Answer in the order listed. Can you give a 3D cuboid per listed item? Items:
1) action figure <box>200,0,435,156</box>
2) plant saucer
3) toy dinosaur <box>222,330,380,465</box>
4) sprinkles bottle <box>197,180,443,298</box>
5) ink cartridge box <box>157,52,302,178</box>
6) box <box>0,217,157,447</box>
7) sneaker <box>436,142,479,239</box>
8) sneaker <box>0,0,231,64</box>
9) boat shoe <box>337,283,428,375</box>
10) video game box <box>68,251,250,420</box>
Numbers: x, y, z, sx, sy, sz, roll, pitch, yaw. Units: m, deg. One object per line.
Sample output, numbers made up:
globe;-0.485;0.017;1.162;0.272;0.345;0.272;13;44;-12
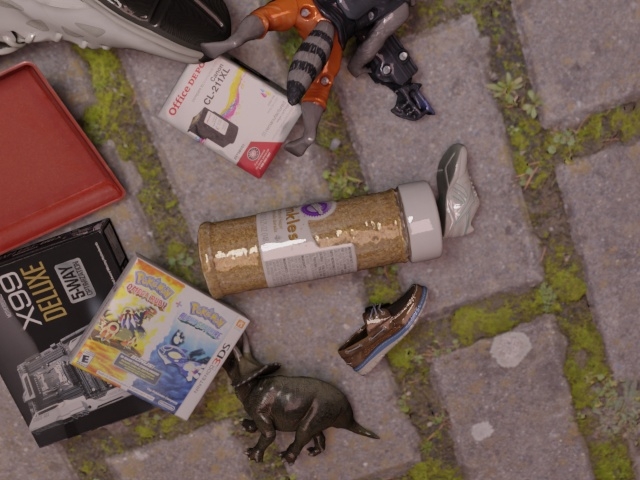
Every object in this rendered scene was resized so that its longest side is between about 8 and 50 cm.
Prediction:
action figure;0.051;-0.268;1.119;0.341;0.178;0.330;44;75;-19
plant saucer;-0.455;-0.113;1.184;0.259;0.048;0.258;-25;132;3
toy dinosaur;-0.037;0.274;1.331;0.313;0.121;0.160;21;112;-6
sprinkles bottle;0.000;0.000;1.244;0.355;0.121;0.121;-11;108;1
ink cartridge box;-0.130;-0.191;1.203;0.175;0.072;0.127;31;104;-12
box;-0.387;0.146;1.295;0.242;0.076;0.307;-19;108;2
sneaker;0.213;-0.076;1.273;0.061;0.054;0.152;-3;111;-18
sneaker;-0.356;-0.318;1.113;0.447;0.169;0.257;25;140;-16
boat shoe;0.098;0.134;1.320;0.066;0.066;0.183;36;103;-11
video game box;-0.239;0.147;1.246;0.205;0.048;0.187;32;88;-22
